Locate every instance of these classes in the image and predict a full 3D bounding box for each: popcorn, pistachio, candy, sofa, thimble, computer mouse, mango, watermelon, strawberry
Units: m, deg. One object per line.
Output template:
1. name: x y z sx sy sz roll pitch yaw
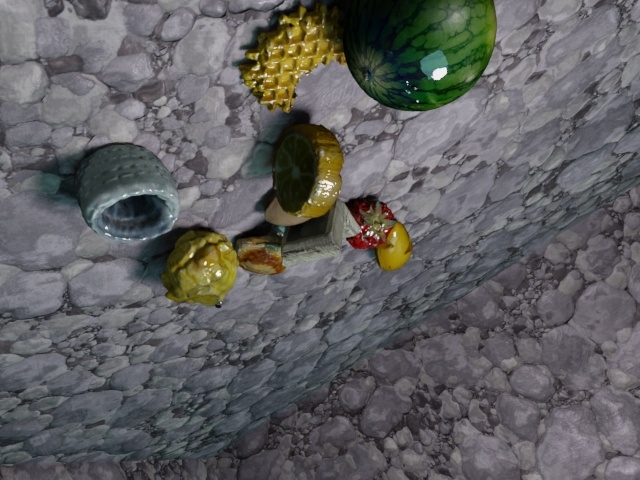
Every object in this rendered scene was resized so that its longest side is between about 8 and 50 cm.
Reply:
1. popcorn: -0.364 0.093 1.868 0.252 0.215 0.286 -34 156 -2
2. pistachio: -0.072 -0.118 1.880 0.225 0.136 0.136 -25 153 13
3. candy: -0.036 -0.189 1.652 0.117 0.260 0.260 0 141 -36
4. sofa: 0.000 0.000 1.956 0.210 0.226 0.176 -14 132 21
5. thimble: -0.460 -0.110 1.485 0.250 0.172 0.205 2 137 -41
6. computer mouse: -0.109 -0.019 2.073 0.089 0.056 0.181 -42 149 14
7. mango: 0.284 0.020 2.413 0.167 0.130 0.262 -32 148 -6
8. watermelon: 0.219 -0.453 1.359 0.363 0.363 0.363 -22 151 -13
9. strawberry: 0.149 -0.053 2.147 0.184 0.187 0.201 32 156 -15

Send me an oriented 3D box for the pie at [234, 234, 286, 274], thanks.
1. pie: -0.196 0.049 2.036 0.178 0.084 0.205 2 144 -11

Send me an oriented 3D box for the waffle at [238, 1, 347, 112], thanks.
1. waffle: -0.046 -0.428 1.445 0.292 0.069 0.259 -35 152 9
